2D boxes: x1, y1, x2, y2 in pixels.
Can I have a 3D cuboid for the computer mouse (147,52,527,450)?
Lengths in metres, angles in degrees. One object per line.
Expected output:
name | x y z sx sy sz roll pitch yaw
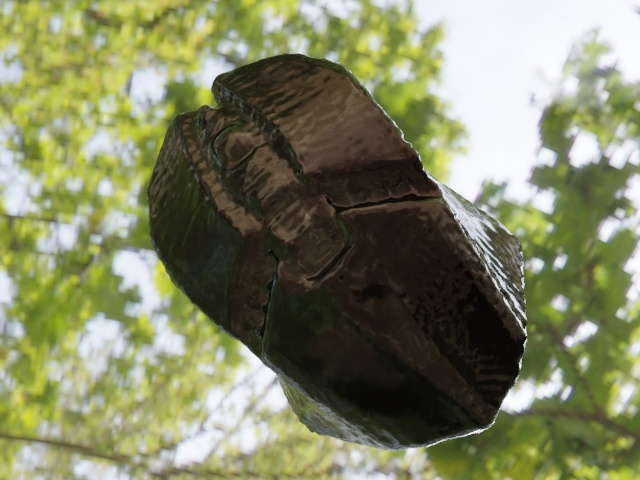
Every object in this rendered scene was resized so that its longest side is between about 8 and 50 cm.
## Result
computer mouse | 0.000 0.000 0.649 0.106 0.062 0.192 -44 -121 5
